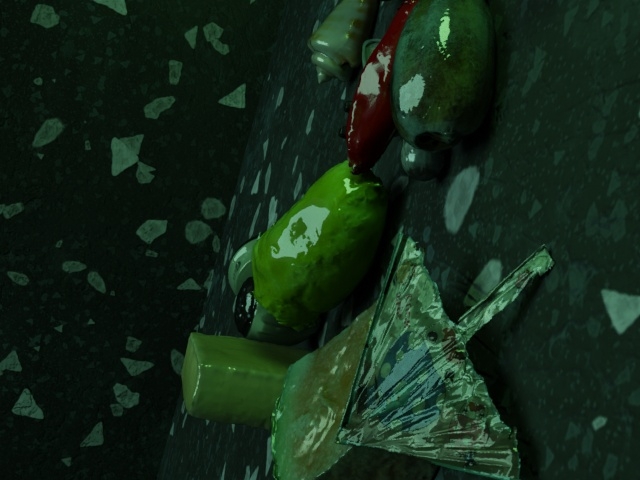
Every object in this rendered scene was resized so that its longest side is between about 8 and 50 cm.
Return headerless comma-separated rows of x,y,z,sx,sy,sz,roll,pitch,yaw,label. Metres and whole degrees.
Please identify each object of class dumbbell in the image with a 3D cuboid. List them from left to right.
0.065,-0.265,1.824,0.036,0.040,0.083,40,-120,-72,dumbbell

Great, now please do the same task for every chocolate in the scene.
0.161,-0.166,1.311,0.072,0.072,0.167,122,154,-51,chocolate

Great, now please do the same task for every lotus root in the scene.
0.179,-0.282,1.217,0.158,0.139,0.322,133,150,-62,lotus root

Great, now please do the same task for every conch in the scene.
0.044,-0.487,1.925,0.158,0.127,0.255,-142,67,-75,conch

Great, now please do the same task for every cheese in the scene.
-0.121,0.270,1.579,0.242,0.265,0.124,-133,56,-73,cheese

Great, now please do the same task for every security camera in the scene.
-0.099,0.122,1.789,0.277,0.191,0.197,-105,34,-60,security camera

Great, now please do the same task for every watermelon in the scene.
0.077,0.243,1.159,0.302,0.151,0.264,-42,30,31,watermelon

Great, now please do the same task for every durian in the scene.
0.000,0.000,1.513,0.340,0.204,0.256,-48,20,59,durian

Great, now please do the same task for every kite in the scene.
0.141,0.139,0.989,0.368,0.014,0.406,-46,38,22,kite

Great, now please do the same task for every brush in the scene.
0.120,-0.285,1.611,0.060,0.068,0.297,91,177,-48,brush

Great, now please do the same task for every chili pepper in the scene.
0.134,-0.288,1.381,0.388,0.110,0.110,-62,16,4,chili pepper
